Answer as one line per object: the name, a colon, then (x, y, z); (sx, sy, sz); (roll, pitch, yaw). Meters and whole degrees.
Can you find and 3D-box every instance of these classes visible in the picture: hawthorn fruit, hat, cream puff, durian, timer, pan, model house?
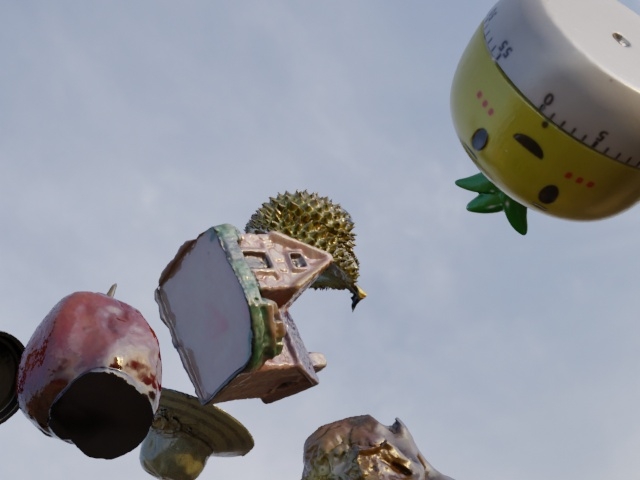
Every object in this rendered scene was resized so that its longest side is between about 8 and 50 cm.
hawthorn fruit: (-0.287, 0.147, 1.667); (0.189, 0.251, 0.189); (1, -35, 1)
hat: (-0.244, 0.347, 2.198); (0.252, 0.110, 0.252); (15, -30, 9)
cream puff: (0.082, 0.330, 1.617); (0.155, 0.269, 0.241); (-45, -15, 13)
durian: (0.000, 0.000, 2.218); (0.138, 0.237, 0.193); (-50, -4, -22)
timer: (0.248, -0.117, 1.436); (0.285, 0.285, 0.285); (-19, -31, -12)
pan: (-0.478, 0.185, 1.719); (0.235, 0.028, 0.136); (0, -81, -51)
model house: (-0.088, 0.112, 2.051); (0.237, 0.237, 0.202); (1, -39, -43)
